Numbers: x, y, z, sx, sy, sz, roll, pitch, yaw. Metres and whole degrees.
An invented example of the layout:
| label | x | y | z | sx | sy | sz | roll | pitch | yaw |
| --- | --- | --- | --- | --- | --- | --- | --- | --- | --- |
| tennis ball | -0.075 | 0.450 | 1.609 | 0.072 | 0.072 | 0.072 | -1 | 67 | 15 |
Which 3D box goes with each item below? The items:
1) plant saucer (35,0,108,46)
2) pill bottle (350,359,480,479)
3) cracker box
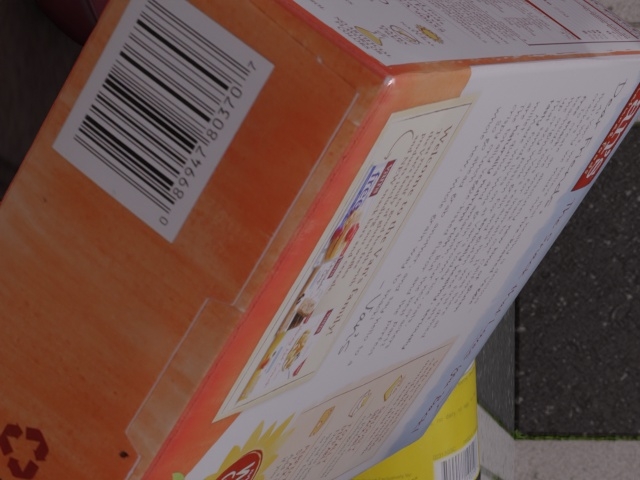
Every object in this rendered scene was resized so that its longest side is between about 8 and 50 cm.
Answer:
| label | x | y | z | sx | sy | sz | roll | pitch | yaw |
| --- | --- | --- | --- | --- | --- | --- | --- | --- | --- |
| plant saucer | -0.039 | -0.187 | 0.556 | 0.332 | 0.084 | 0.332 | 0 | 90 | -79 |
| pill bottle | 0.016 | 0.035 | 0.778 | 0.103 | 0.103 | 0.184 | -58 | 146 | -71 |
| cracker box | 0.000 | 0.000 | 0.470 | 0.156 | 0.067 | 0.232 | -58 | 162 | 19 |
